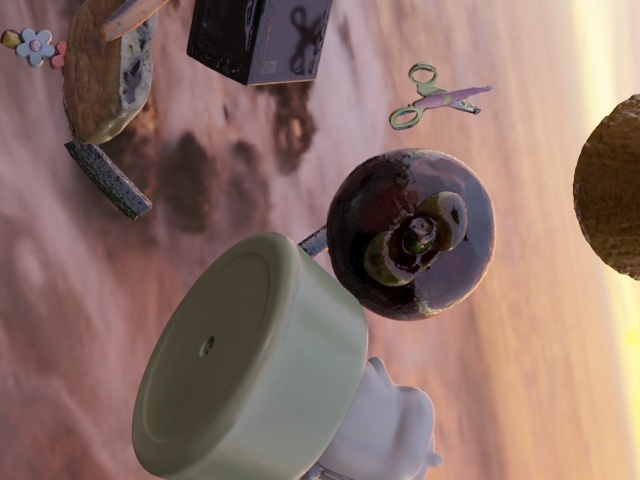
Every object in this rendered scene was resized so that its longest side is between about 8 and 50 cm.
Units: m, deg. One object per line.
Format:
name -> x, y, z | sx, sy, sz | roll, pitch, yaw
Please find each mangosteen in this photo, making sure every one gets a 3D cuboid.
mangosteen -> 0.117, -0.014, 1.563 | 0.216, 0.216, 0.216 | -9, 90, -78

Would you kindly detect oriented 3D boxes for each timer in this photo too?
timer -> -0.003, 0.184, 1.430 | 0.315, 0.291, 0.290 | 31, 38, -24

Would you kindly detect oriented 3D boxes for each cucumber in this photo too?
cucumber -> 0.000, 0.000, 1.773 | 0.133, 0.032, 0.032 | -34, 118, -44
cucumber -> -0.376, -0.114, 2.267 | 0.187, 0.058, 0.058 | 49, 24, -22

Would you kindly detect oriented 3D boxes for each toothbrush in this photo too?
toothbrush -> -0.101, -0.262, 1.200 | 0.321, 0.031, 0.023 | -47, 128, -42

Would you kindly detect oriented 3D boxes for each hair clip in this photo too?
hair clip -> -0.342, -0.249, 1.802 | 0.056, 0.214, 0.062 | -17, -126, 67

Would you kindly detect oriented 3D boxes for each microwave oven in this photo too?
microwave oven -> -0.104, -0.397, 2.143 | 0.188, 0.178, 0.247 | -11, 123, -43

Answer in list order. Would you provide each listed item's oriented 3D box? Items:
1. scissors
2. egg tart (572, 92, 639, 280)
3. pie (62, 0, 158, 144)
scissors -> 0.210, -0.244, 2.206 | 0.020, 0.187, 0.133 | 57, -43, 41
egg tart -> 0.385, -0.052, 1.351 | 0.171, 0.215, 0.215 | -159, -123, -74
pie -> -0.267, -0.217, 1.566 | 0.052, 0.185, 0.218 | 16, 69, -40
